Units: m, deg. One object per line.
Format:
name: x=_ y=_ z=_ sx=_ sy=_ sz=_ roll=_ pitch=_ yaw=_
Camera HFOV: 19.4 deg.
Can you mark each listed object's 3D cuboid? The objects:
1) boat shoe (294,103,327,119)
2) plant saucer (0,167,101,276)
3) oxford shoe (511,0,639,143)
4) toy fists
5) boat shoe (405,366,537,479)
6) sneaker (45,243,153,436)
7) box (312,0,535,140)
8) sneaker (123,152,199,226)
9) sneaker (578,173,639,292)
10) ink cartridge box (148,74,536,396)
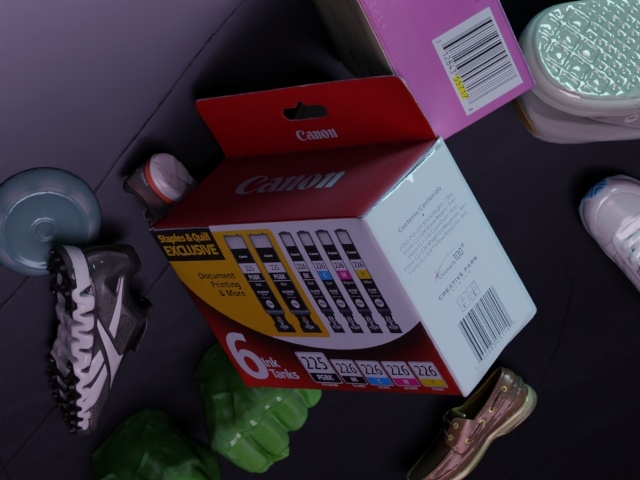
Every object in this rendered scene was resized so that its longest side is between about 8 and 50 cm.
boat shoe: x=0.042 y=-0.016 z=1.925 sx=0.112 sy=0.095 sz=0.335 roll=0 pitch=117 yaw=24
plant saucer: x=-0.275 y=-0.013 z=1.858 sx=0.119 sy=0.021 sz=0.119 roll=-6 pitch=117 yaw=-13
oxford shoe: x=0.384 y=-0.173 z=1.927 sx=0.449 sy=0.169 sz=0.130 roll=-4 pitch=158 yaw=-23
toy fists: x=-0.118 y=0.211 z=1.945 sx=0.279 sy=0.142 sz=0.096 roll=-39 pitch=119 yaw=5
boat shoe: x=0.157 y=0.210 z=2.076 sx=0.178 sy=0.064 sz=0.060 roll=-43 pitch=114 yaw=-1
sneaker: x=-0.218 y=0.099 z=1.896 sx=0.106 sy=0.078 sz=0.234 roll=-14 pitch=127 yaw=-26
box: x=0.067 y=-0.236 z=1.724 sx=0.117 sy=0.243 sz=0.213 roll=-31 pitch=119 yaw=-5
sneaker: x=-0.138 y=-0.025 z=1.885 sx=0.065 sy=0.061 sz=0.158 roll=-24 pitch=124 yaw=28
sneaker: x=0.366 y=0.019 z=2.025 sx=0.087 sy=0.092 sz=0.228 roll=-41 pitch=118 yaw=7
ink cartridge box: x=0.000 y=0.000 z=1.745 sx=0.130 sy=0.309 sz=0.272 roll=-46 pitch=117 yaw=-33
